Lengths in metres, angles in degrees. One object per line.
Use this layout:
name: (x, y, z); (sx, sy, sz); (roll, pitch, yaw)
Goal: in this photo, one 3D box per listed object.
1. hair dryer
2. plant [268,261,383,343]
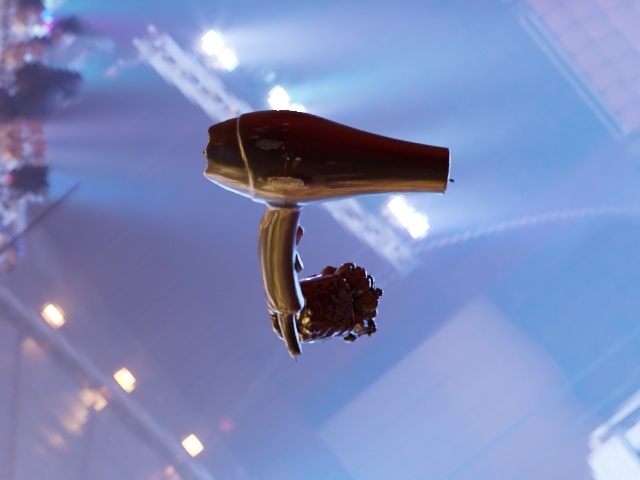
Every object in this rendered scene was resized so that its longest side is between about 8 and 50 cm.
hair dryer: (0.000, 0.000, 1.562); (0.091, 0.235, 0.272); (-87, 3, -55)
plant: (0.008, 0.078, 1.857); (0.143, 0.092, 0.094); (-14, -96, -52)
